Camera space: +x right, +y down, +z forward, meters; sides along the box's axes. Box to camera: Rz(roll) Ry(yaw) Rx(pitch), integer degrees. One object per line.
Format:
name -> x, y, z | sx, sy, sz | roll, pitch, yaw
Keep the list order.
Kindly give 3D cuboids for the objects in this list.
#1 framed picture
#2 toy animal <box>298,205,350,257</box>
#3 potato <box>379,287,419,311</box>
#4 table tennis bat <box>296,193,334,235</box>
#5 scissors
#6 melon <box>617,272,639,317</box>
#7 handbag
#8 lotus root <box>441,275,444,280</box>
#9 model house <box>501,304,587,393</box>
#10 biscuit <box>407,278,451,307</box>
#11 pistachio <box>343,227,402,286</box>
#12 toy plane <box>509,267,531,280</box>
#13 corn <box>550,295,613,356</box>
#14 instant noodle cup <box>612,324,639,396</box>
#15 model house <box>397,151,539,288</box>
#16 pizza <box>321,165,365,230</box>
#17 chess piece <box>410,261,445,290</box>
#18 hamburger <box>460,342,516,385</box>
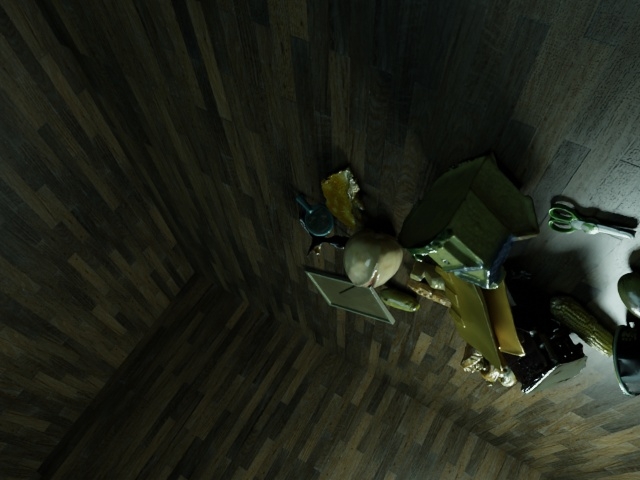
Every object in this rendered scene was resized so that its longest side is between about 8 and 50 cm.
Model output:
framed picture -> 0.149, 0.288, 2.568 | 0.446, 0.028, 0.326 | 11, 147, 41
toy animal -> -0.005, 0.010, 2.074 | 0.272, 0.197, 0.160 | 28, 159, 3
potato -> 0.356, 0.265, 2.195 | 0.188, 0.085, 0.105 | 19, 173, 23
table tennis bat -> -0.028, -0.109, 1.995 | 0.201, 0.124, 0.033 | 49, -162, 7
scissors -> 0.697, -0.039, 1.268 | 0.204, 0.027, 0.101 | 20, 153, 34
melon -> 0.867, 0.151, 1.318 | 0.162, 0.099, 0.099 | 43, 155, -11
handbag -> 0.495, 0.188, 1.566 | 0.401, 0.133, 0.283 | 65, 167, -23
lotus root -> 0.460, 0.080, 1.718 | 0.108, 0.094, 0.191 | -22, 121, 21
model house -> 0.748, 0.332, 1.680 | 0.283, 0.317, 0.297 | 64, 143, 34
biscuit -> 0.480, 0.228, 1.953 | 0.288, 0.044, 0.202 | 20, 172, 28
pistachio -> 0.196, 0.071, 1.865 | 0.229, 0.230, 0.309 | 31, 152, 7
toy plane -> 0.647, 0.113, 1.608 | 0.078, 0.031, 0.083 | 25, 155, -11
corn -> 0.856, 0.276, 1.585 | 0.288, 0.086, 0.086 | 38, 156, -10
instant noodle cup -> 0.999, 0.348, 1.408 | 0.236, 0.216, 0.215 | -12, 130, 49
model house -> 0.406, -0.026, 1.338 | 0.266, 0.321, 0.261 | 38, 162, -11
pizza -> 0.085, -0.166, 1.763 | 0.189, 0.071, 0.297 | 34, 156, 32
chess piece -> 0.440, 0.140, 1.853 | 0.200, 0.090, 0.090 | 23, 154, 27
hamburger -> 0.671, 0.442, 1.929 | 0.211, 0.261, 0.245 | 15, -175, 7
